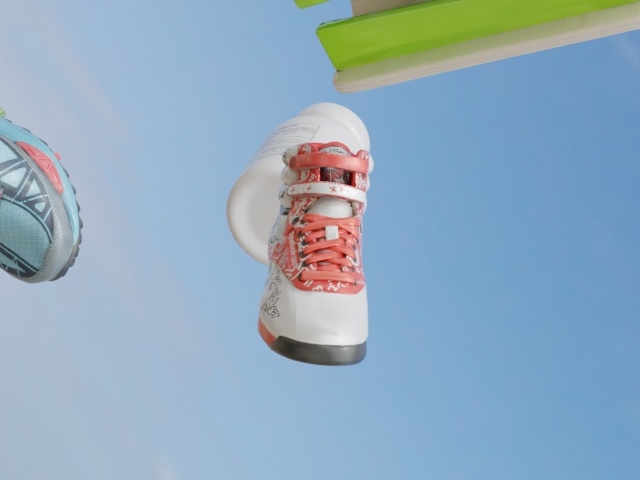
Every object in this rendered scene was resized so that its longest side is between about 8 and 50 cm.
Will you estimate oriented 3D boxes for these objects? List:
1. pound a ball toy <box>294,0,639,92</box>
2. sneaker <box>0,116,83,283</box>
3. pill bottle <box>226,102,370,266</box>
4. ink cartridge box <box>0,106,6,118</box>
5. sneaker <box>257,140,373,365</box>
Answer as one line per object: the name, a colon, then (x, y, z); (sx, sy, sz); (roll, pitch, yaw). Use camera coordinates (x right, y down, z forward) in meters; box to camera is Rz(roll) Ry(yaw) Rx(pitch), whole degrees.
pound a ball toy: (0.118, -0.248, 1.275); (0.208, 0.319, 0.136); (57, 34, -34)
sneaker: (-0.290, -0.059, 1.322); (0.262, 0.104, 0.125); (46, 28, 3)
pill bottle: (-0.017, -0.072, 2.099); (0.131, 0.131, 0.229); (65, 24, -19)
ink cartridge box: (-0.551, -0.163, 2.240); (0.255, 0.189, 0.097); (40, 23, -2)
sneaker: (-0.001, 0.000, 1.544); (0.270, 0.090, 0.145); (-99, -164, -72)
